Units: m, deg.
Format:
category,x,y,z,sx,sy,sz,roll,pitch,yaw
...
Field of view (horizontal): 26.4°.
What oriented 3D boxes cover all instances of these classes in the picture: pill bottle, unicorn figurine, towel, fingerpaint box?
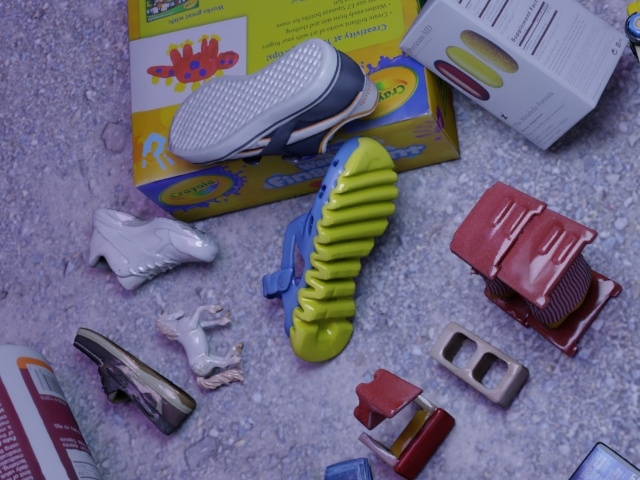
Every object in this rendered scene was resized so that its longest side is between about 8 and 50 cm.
category,x,y,z,sx,sy,sz,roll,pitch,yaw
pill bottle,-0.410,0.358,1.874,0.224,0.224,0.392,-36,60,8
unicorn figurine,-0.174,0.138,1.948,0.111,0.060,0.161,-25,63,12
towel,0.041,0.350,1.793,0.067,0.029,0.119,-16,65,18
fingerpaint box,-0.047,-0.260,1.983,0.445,0.163,0.371,-13,66,17

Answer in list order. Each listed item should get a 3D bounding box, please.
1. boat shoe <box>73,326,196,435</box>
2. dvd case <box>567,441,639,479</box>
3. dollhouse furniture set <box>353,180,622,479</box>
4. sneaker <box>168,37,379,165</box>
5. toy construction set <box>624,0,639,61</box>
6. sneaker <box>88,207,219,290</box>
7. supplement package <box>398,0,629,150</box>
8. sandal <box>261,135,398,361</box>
category,x,y,z,sx,sy,sz,roll,pitch,yaw
boat shoe,-0.281,0.202,1.959,0.224,0.080,0.073,30,79,25
dvd case,0.382,0.385,1.637,0.253,0.022,0.180,37,87,30
dollhouse furniture set,0.198,0.136,1.707,0.152,0.201,0.374,34,86,30
sneaker,-0.064,-0.160,1.801,0.321,0.127,0.126,-15,59,43
toy construction set,0.512,-0.263,1.764,0.215,0.151,0.327,-18,54,16
sneaker,-0.250,0.023,2.019,0.232,0.090,0.115,8,81,35
supplement package,0.252,-0.258,1.788,0.244,0.139,0.133,34,60,-5
sandal,0.000,0.000,1.854,0.138,0.126,0.317,37,112,43
